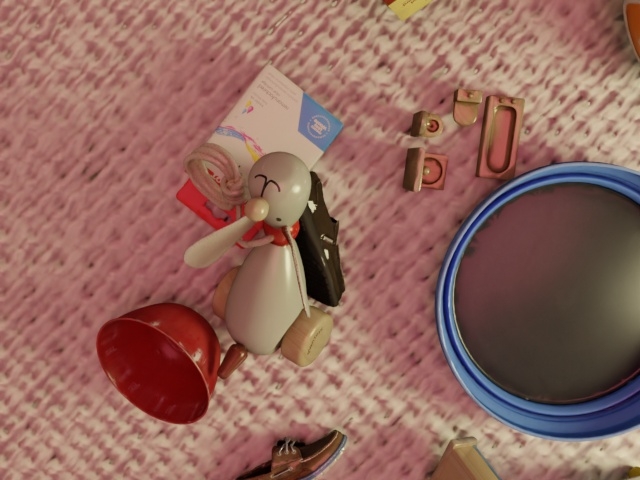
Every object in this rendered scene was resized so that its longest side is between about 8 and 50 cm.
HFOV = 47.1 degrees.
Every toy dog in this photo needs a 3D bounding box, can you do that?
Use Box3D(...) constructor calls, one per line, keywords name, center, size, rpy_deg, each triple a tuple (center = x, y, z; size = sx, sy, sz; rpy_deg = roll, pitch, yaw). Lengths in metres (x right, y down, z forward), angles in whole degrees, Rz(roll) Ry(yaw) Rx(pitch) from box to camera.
Box3D(name="toy dog", center=(-0.086, 0.055, 0.918), size=(0.220, 0.161, 0.334), rpy_deg=(10, 134, 33))

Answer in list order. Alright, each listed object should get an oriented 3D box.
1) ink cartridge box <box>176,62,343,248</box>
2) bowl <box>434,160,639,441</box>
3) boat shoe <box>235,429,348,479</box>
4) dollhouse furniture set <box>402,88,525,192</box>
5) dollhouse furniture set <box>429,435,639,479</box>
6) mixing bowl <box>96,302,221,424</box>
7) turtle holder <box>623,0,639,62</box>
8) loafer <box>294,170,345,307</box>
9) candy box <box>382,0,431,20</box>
Box3D(name="ink cartridge box", center=(-0.089, -0.109, 1.012), size=(0.134, 0.078, 0.231), rpy_deg=(38, 96, -4))
Box3D(name="bowl", center=(0.351, 0.083, 1.025), size=(0.391, 0.077, 0.391), rpy_deg=(0, 98, -1))
Box3D(name="boat shoe", center=(-0.045, 0.325, 1.066), size=(0.183, 0.066, 0.066), rpy_deg=(-37, 93, 4))
Box3D(name="dollhouse furniture set", center=(0.200, -0.130, 0.984), size=(0.151, 0.123, 0.144), rpy_deg=(7, 97, 0))
Box3D(name="dollhouse furniture set", center=(0.320, 0.430, 1.077), size=(0.303, 0.198, 0.286), rpy_deg=(2, 122, -30))
Box3D(name="mixing bowl", center=(-0.208, 0.154, 1.018), size=(0.181, 0.098, 0.181), rpy_deg=(14, 126, 20))
Box3D(name="turtle holder", center=(0.537, -0.303, 0.931), size=(0.320, 0.243, 0.227), rpy_deg=(-22, 117, -35))
Box3D(name="loafer", center=(0.000, 0.000, 0.995), size=(0.078, 0.080, 0.220), rpy_deg=(-42, 136, -29))
Box3D(name="candy box", center=(0.093, -0.450, 0.881), size=(0.183, 0.087, 0.316), rpy_deg=(-31, 73, 20))
